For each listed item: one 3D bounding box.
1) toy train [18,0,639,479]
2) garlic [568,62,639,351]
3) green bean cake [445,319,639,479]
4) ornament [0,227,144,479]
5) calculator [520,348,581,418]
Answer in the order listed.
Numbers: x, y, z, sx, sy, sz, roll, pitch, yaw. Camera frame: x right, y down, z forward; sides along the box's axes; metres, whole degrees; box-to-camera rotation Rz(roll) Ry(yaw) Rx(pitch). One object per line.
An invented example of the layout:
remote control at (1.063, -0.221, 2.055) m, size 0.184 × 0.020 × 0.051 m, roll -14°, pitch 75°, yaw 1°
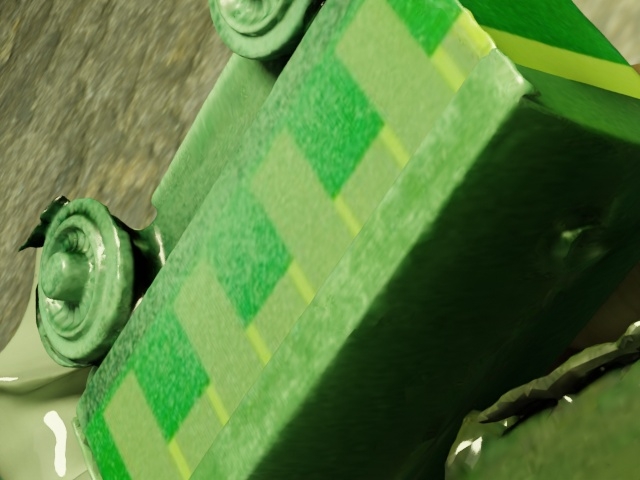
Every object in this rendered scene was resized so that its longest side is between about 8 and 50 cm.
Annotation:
toy train at (0.000, 0.000, 0.541) m, size 0.301 × 0.120 × 0.202 m, roll -56°, pitch 46°, yaw 28°
garlic at (0.143, -0.028, 0.530) m, size 0.174 × 0.099 × 0.124 m, roll -29°, pitch 47°, yaw 40°
green bean cake at (0.119, 0.126, 0.385) m, size 0.227 × 0.125 × 0.222 m, roll -39°, pitch 36°, yaw 35°
ornament at (-0.117, 0.120, 0.697) m, size 0.130 × 0.120 × 0.285 m, roll 91°, pitch 171°, yaw -48°
calculator at (0.025, 0.076, 0.666) m, size 0.220 × 0.048 × 0.329 m, roll -47°, pitch 32°, yaw 16°
